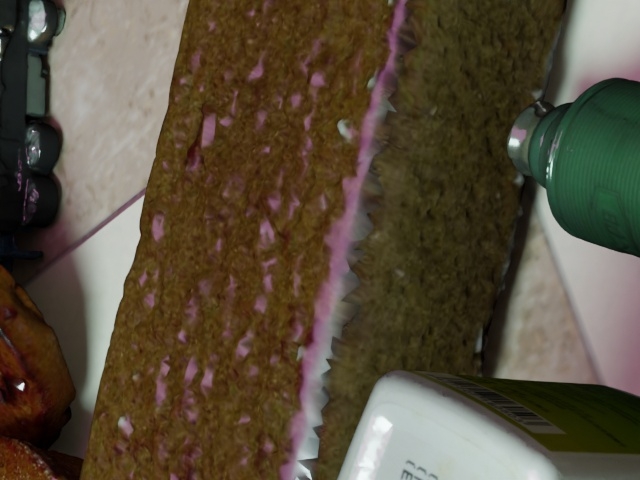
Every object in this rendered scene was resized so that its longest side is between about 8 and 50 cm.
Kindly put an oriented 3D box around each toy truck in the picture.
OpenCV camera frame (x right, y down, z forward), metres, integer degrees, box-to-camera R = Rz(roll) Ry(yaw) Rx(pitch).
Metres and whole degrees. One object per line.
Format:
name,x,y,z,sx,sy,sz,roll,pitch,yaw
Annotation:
toy truck,-0.202,-0.063,1.003,0.088,0.074,0.202,-10,78,52

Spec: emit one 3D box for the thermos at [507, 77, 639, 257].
thermos,0.152,-0.023,0.645,0.187,0.073,0.083,22,101,44

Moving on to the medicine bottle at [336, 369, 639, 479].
medicine bottle,0.089,0.120,0.604,0.088,0.188,0.132,25,101,43

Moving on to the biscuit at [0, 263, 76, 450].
biscuit,-0.223,0.054,0.956,0.192,0.049,0.192,17,134,18

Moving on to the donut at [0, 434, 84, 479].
donut,-0.161,0.195,0.917,0.166,0.073,0.184,48,115,38

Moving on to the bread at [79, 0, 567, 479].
bread,0.000,0.000,0.764,0.165,0.113,0.416,16,94,43
